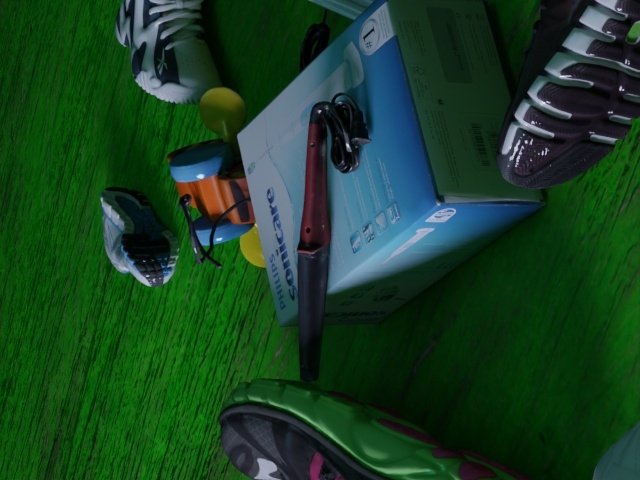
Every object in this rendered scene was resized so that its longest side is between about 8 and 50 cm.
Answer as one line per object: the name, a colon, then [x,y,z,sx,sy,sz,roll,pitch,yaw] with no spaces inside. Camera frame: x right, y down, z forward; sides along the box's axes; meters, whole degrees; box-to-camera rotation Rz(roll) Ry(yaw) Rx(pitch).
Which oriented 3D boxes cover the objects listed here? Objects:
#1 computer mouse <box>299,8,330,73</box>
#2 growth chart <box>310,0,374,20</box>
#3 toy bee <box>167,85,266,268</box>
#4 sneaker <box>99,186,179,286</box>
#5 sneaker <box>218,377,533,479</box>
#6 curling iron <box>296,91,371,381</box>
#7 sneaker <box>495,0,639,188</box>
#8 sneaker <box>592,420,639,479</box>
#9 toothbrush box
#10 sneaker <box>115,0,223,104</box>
computer mouse: [0.023,-0.254,1.885,0.071,0.041,0.242,-169,94,-71]
growth chart: [0.069,-0.309,1.783,0.172,0.021,0.237,35,116,21]
toy bee: [-0.070,-0.050,1.994,0.298,0.162,0.195,-112,6,-51]
sneaker: [-0.223,0.014,2.285,0.190,0.071,0.083,-122,39,-53]
sneaker: [0.034,0.256,1.727,0.483,0.185,0.202,21,89,57]
curling iron: [0.000,0.000,1.723,0.068,0.035,0.274,30,116,53]
sneaker: [0.217,-0.190,1.576,0.281,0.106,0.162,-58,37,23]
sneaker: [0.265,0.197,1.371,0.169,0.108,0.292,-59,9,33]
toothbrush box: [0.057,-0.069,1.781,0.295,0.126,0.216,-40,57,49]
sneaker: [-0.168,-0.266,2.173,0.235,0.094,0.153,-118,34,-53]
